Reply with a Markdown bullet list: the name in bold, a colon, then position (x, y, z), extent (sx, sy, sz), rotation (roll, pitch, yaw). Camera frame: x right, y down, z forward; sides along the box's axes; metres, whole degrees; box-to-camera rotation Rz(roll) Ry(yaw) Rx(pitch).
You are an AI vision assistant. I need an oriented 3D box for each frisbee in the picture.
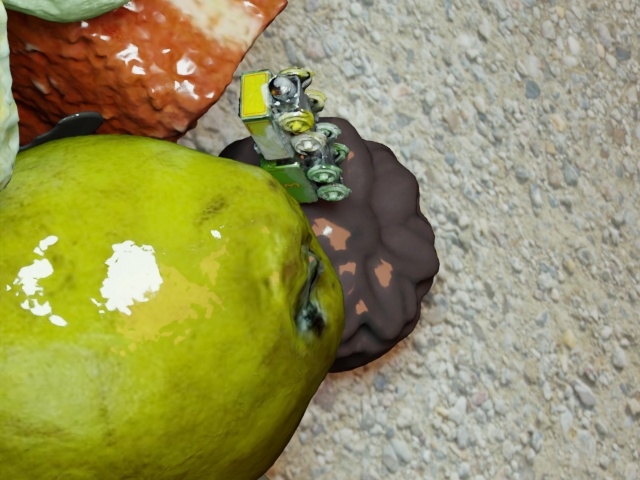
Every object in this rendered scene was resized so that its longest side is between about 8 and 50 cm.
- **frisbee**: position (-0.293, -0.060, 1.063), extent (0.211, 0.187, 0.012), rotation (-15, 75, -9)

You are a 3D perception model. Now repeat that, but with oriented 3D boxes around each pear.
- **pear**: position (-0.188, 0.081, 0.970), extent (0.413, 0.352, 0.352), rotation (-27, 92, 7)

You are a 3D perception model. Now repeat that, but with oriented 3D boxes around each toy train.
- **toy train**: position (-0.026, -0.093, 1.083), extent (0.081, 0.202, 0.060), rotation (-5, 66, 12)

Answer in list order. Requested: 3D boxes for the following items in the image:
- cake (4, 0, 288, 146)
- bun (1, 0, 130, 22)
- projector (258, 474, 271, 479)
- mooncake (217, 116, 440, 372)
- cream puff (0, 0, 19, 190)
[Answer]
- **cake**: position (-0.189, -0.251, 1.122), extent (0.270, 0.269, 0.319), rotation (37, 61, -18)
- **bun**: position (-0.197, -0.269, 0.896), extent (0.195, 0.118, 0.195), rotation (10, 69, -27)
- **projector**: position (-0.028, 0.324, 1.162), extent (0.337, 0.108, 0.108), rotation (44, 58, -14)
- **mooncake**: position (0.000, 0.000, 1.253), extent (0.283, 0.141, 0.283), rotation (11, 70, -32)
- **cream puff**: position (-0.368, -0.136, 0.739), extent (0.275, 0.378, 0.378), rotation (-27, 92, -24)
